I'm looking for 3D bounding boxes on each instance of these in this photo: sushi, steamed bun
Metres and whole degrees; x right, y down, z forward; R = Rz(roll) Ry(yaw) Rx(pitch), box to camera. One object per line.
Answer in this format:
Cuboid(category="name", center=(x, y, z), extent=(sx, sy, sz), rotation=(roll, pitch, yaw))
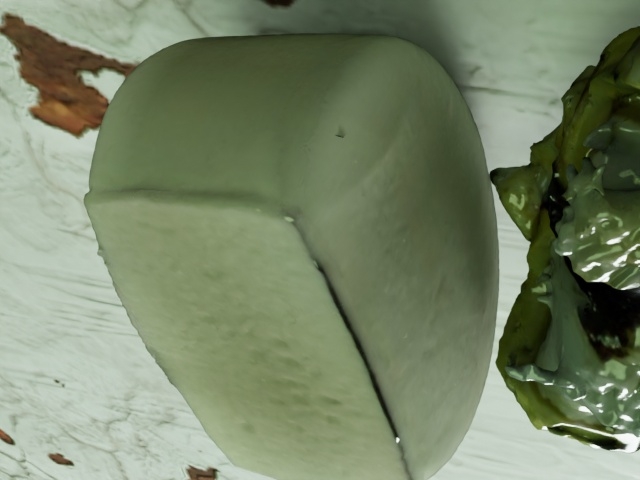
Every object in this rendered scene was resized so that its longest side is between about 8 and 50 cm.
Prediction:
Cuboid(category="sushi", center=(0.139, -0.002, 0.634), extent=(0.139, 0.131, 0.291), rotation=(19, 150, 5))
Cuboid(category="steamed bun", center=(0.000, 0.000, 0.715), extent=(0.146, 0.164, 0.241), rotation=(4, 139, 29))
